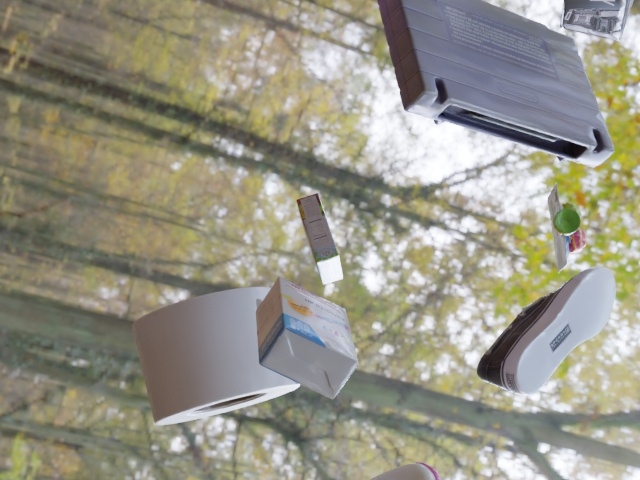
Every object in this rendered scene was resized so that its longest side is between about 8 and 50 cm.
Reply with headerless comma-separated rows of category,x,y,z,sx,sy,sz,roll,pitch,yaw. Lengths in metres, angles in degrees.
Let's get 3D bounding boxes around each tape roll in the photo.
tape roll,-0.172,0.190,1.641,0.246,0.246,0.169,-36,-113,56

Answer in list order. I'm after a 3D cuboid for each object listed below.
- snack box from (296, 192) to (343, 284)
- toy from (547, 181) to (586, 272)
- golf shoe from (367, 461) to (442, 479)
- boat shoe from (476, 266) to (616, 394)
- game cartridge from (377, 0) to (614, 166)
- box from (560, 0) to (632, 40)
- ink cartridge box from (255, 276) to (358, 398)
snack box,0.000,0.000,1.473,0.141,0.037,0.100,75,-2,-75
toy,0.433,-0.021,1.747,0.237,0.056,0.136,23,60,-76
golf shoe,0.020,0.383,1.271,0.306,0.140,0.115,-38,-127,4
boat shoe,0.364,0.137,1.614,0.301,0.108,0.102,-41,-151,-30
game cartridge,0.244,-0.237,1.400,0.068,0.355,0.230,-47,-137,40
box,0.333,-0.398,1.065,0.307,0.077,0.242,62,47,-68
ink cartridge box,-0.021,0.110,1.250,0.061,0.104,0.181,-57,-164,16
